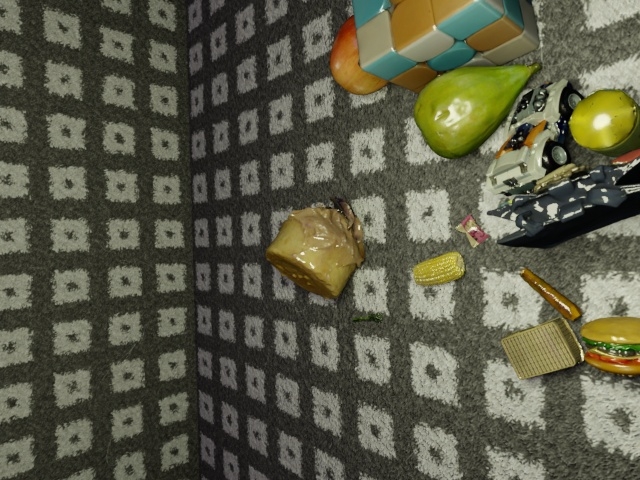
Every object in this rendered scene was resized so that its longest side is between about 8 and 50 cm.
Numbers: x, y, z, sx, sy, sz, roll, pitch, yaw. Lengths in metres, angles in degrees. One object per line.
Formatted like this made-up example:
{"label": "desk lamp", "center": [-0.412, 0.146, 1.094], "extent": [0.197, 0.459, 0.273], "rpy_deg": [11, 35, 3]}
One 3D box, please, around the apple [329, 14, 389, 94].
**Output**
{"label": "apple", "center": [0.149, -0.602, 1.351], "extent": [0.241, 0.242, 0.242], "rpy_deg": [-29, 70, 57]}

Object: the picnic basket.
{"label": "picnic basket", "center": [0.557, 0.272, 1.062], "extent": [0.164, 0.079, 0.115], "rpy_deg": [-37, 65, 41]}

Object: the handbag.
{"label": "handbag", "center": [0.550, -0.083, 0.878], "extent": [0.303, 0.329, 0.122], "rpy_deg": [-28, 71, 43]}

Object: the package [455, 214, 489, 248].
{"label": "package", "center": [0.437, -0.025, 1.217], "extent": [0.059, 0.029, 0.083], "rpy_deg": [-48, 69, 28]}

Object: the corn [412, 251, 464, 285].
{"label": "corn", "center": [0.357, 0.089, 1.279], "extent": [0.165, 0.063, 0.085], "rpy_deg": [-21, 85, 46]}

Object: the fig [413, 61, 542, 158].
{"label": "fig", "center": [0.389, -0.377, 1.133], "extent": [0.233, 0.233, 0.314], "rpy_deg": [48, 118, 34]}

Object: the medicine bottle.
{"label": "medicine bottle", "center": [0.607, -0.240, 0.879], "extent": [0.124, 0.238, 0.124], "rpy_deg": [3, 94, 43]}

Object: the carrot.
{"label": "carrot", "center": [0.579, 0.133, 1.067], "extent": [0.171, 0.042, 0.042], "rpy_deg": [51, 125, 37]}

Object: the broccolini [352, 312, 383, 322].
{"label": "broccolini", "center": [0.171, 0.284, 1.515], "extent": [0.035, 0.030, 0.140], "rpy_deg": [51, 141, -13]}

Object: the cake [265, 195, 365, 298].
{"label": "cake", "center": [0.005, 0.005, 1.531], "extent": [0.332, 0.332, 0.321], "rpy_deg": [15, 65, 45]}

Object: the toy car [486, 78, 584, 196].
{"label": "toy car", "center": [0.501, -0.246, 1.007], "extent": [0.301, 0.118, 0.193], "rpy_deg": [-67, 13, -15]}

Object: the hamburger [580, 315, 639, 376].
{"label": "hamburger", "center": [0.652, 0.226, 0.909], "extent": [0.162, 0.162, 0.115], "rpy_deg": [-9, 86, 46]}

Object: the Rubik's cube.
{"label": "Rubik's cube", "center": [0.314, -0.628, 1.100], "extent": [0.344, 0.346, 0.347], "rpy_deg": [-12, 83, 45]}
